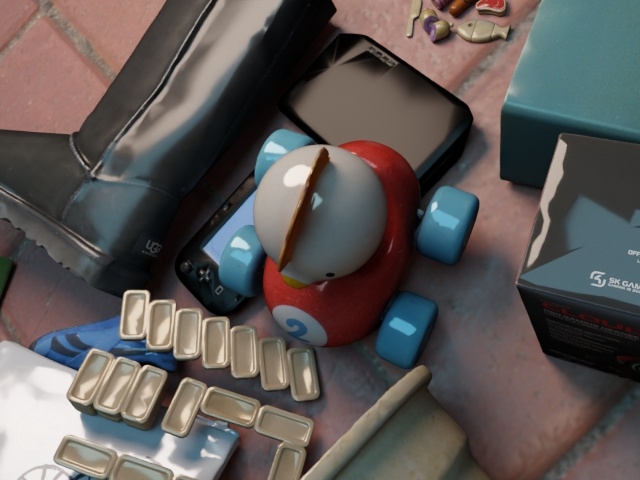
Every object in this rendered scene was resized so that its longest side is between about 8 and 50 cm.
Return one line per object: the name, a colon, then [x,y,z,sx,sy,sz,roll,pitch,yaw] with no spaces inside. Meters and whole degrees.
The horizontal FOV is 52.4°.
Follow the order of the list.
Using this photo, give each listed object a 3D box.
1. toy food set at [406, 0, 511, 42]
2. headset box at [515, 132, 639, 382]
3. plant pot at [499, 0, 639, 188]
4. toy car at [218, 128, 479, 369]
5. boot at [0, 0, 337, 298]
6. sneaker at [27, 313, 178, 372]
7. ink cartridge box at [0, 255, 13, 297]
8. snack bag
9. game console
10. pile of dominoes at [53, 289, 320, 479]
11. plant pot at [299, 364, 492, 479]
toy food set: [0.160,-0.267,0.753,0.122,0.019,0.078,6,74,24]
headset box: [0.265,0.038,0.448,0.218,0.293,0.110,15,78,25]
plant pot: [0.299,-0.121,0.572,0.234,0.166,0.166,20,80,19]
toy car: [0.000,0.000,0.573,0.219,0.238,0.210,23,94,17]
boot: [-0.241,-0.202,0.824,0.367,0.146,0.445,31,88,20]
sneaker: [-0.257,0.139,0.758,0.209,0.069,0.082,-15,71,17]
ink cartridge box: [-0.562,0.128,0.861,0.201,0.117,0.278,9,76,25]
snack bag: [-0.291,0.271,0.623,0.323,0.037,0.343,17,49,13]
game console: [-0.013,-0.059,0.740,0.361,0.044,0.213,-48,61,2]
pile of dominoes: [-0.128,0.172,0.673,0.251,0.040,0.196,17,59,5]
plant pot: [0.077,0.314,0.441,0.305,0.334,0.334,41,90,18]
